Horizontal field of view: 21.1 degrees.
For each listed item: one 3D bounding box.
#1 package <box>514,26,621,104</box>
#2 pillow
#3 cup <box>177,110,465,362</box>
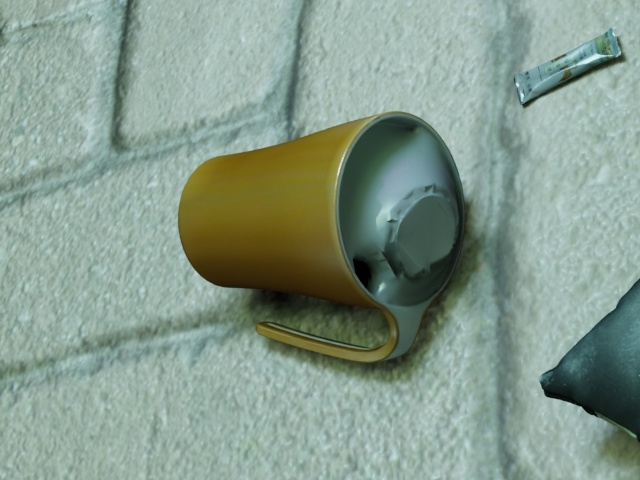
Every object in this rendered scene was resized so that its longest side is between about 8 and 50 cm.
[{"bbox_3d":[0.234,-0.166,1.633,0.110,0.015,0.037,-25,55,23],"label":"package"},{"bbox_3d":[0.314,0.107,1.332,0.186,0.106,0.250,-47,49,-10],"label":"pillow"},{"bbox_3d":[0.000,0.000,1.612,0.264,0.182,0.226,-3,92,43],"label":"cup"}]
